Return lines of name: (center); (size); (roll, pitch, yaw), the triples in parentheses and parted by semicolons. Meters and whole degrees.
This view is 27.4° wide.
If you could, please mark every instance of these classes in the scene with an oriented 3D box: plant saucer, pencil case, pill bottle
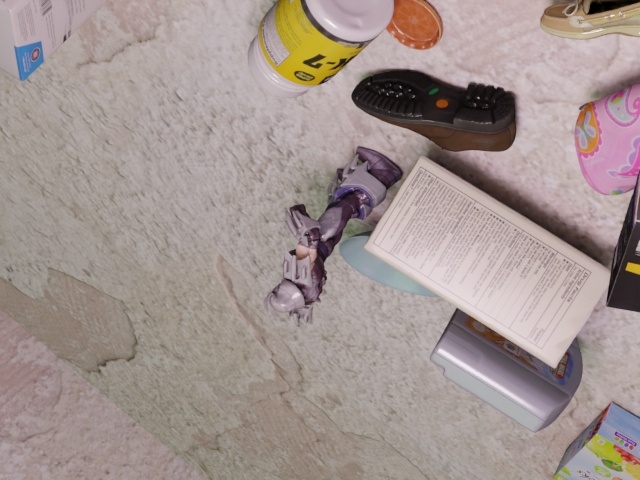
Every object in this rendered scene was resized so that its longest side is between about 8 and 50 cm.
plant saucer: (0.113, -0.270, 1.613); (0.083, 0.013, 0.083); (26, 149, 17)
pencil case: (0.404, -0.133, 1.419); (0.124, 0.124, 0.284); (45, 148, -16)
pill bottle: (-0.006, -0.263, 1.636); (0.119, 0.119, 0.208); (40, 150, -9)
plant saucer: (0.124, 0.026, 1.963); (0.195, 0.037, 0.195); (18, 159, 7)

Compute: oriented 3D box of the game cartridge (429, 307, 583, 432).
game cartridge: (0.267, 0.155, 1.824); (0.198, 0.297, 0.062); (28, 111, 6)

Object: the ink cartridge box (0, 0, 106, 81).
ink cartridge box: (-0.385, -0.344, 1.813); (0.086, 0.203, 0.148); (29, 149, 14)

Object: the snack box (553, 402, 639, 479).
snack box: (0.485, 0.360, 2.071); (0.174, 0.070, 0.207); (30, 151, 7)

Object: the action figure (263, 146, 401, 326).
action figure: (0.000, 0.000, 1.831); (0.099, 0.285, 0.185); (30, 149, 9)

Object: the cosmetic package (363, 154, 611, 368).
cosmetic package: (0.222, 0.025, 1.750); (0.296, 0.153, 0.129); (34, -175, 5)

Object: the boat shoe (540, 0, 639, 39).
boat shoe: (0.308, -0.248, 1.415); (0.153, 0.056, 0.048); (9, 131, 35)

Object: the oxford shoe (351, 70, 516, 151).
oxford shoe: (0.142, -0.154, 1.681); (0.227, 0.083, 0.096); (19, 150, 28)

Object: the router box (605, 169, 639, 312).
router box: (0.490, 0.023, 1.467); (0.309, 0.081, 0.243); (10, 156, 8)
